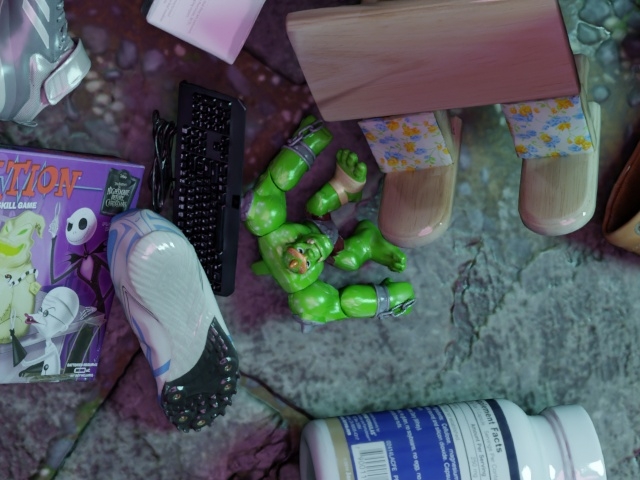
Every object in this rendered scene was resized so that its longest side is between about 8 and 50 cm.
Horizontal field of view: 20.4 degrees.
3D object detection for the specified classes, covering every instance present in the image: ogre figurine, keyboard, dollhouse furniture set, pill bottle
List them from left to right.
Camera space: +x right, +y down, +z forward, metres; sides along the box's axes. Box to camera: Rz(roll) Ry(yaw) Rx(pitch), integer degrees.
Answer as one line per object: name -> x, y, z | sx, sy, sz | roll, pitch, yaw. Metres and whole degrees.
keyboard -> -0.118, -0.044, 1.585 | 0.100, 0.038, 0.192 | 19, 116, 31
ogre figurine -> 0.000, 0.000, 1.620 | 0.118, 0.097, 0.197 | -32, 120, -21
pill bottle -> 0.120, 0.227, 1.646 | 0.265, 0.153, 0.153 | -5, 101, -8
dollhouse furniture set -> 0.169, -0.132, 1.394 | 0.394, 0.256, 0.362 | -5, 139, 18

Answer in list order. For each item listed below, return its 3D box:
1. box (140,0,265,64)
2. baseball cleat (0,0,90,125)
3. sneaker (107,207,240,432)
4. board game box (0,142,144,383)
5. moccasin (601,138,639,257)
box -> -0.097, -0.220, 1.555 | 0.087, 0.101, 0.102 | 25, 97, -13
baseball cleat -> -0.245, -0.202, 1.560 | 0.109, 0.072, 0.206 | 15, 102, -26
sneaker -> -0.133, 0.072, 1.607 | 0.085, 0.086, 0.237 | -22, 125, -12
board game box -> -0.300, 0.019, 1.483 | 0.347, 0.056, 0.208 | 3, 100, -52
moccasin -> 0.367, -0.159, 1.636 | 0.147, 0.139, 0.380 | 19, 106, -21
